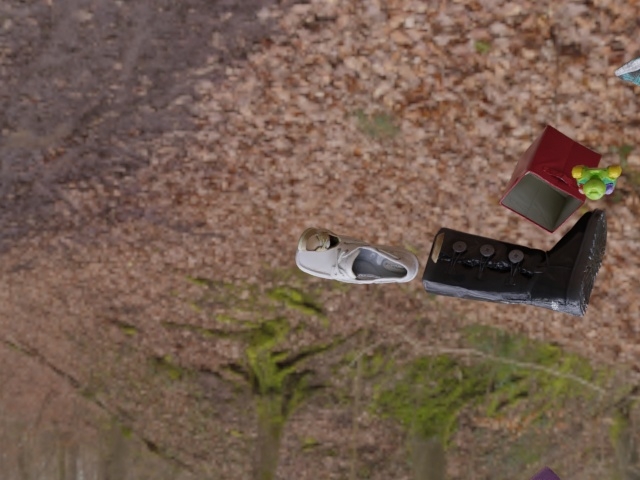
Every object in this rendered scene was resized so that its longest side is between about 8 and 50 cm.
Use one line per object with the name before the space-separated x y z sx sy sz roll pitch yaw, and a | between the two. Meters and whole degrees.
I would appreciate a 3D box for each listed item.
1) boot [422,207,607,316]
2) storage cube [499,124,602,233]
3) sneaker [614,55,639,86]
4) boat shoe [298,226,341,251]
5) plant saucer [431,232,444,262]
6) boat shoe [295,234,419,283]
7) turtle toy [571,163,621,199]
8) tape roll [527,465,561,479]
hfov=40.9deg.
boot | 0.543 0.029 2.395 0.445 0.146 0.367 6 -135 31
storage cube | 0.653 -0.173 2.445 0.183 0.193 0.215 30 149 1
sneaker | 0.609 -0.310 1.618 0.065 0.076 0.166 -27 -178 4
boat shoe | 0.000 0.000 1.783 0.045 0.050 0.135 19 -162 25
plant saucer | 0.305 0.018 2.241 0.015 0.083 0.083 16 180 5
boat shoe | 0.071 0.044 1.858 0.277 0.098 0.096 3 -172 15
turtle toy | 0.566 -0.121 1.763 0.095 0.066 0.130 1 -171 23
tape roll | 0.521 0.598 1.752 0.090 0.275 0.275 -39 178 -1
